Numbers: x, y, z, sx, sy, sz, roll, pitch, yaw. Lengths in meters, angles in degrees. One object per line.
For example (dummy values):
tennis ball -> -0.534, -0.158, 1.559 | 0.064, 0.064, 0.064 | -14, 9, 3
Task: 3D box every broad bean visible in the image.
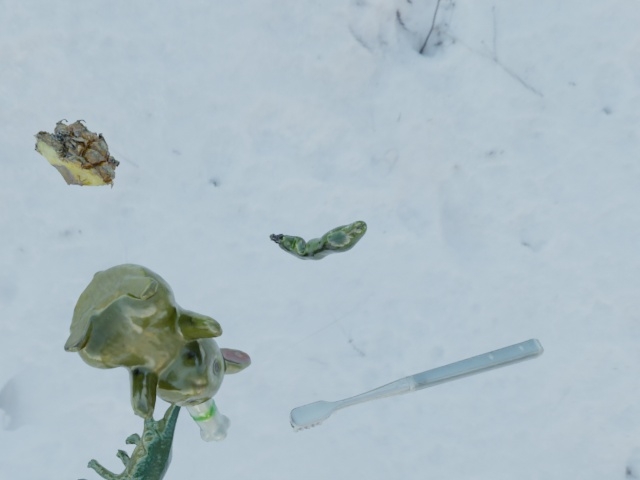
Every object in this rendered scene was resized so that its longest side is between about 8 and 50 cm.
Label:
broad bean -> 0.002, 0.005, 1.214 | 0.061, 0.195, 0.046 | 48, 52, -36

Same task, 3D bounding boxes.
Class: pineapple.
pineapple -> -0.329, -0.113, 0.974 | 0.077, 0.114, 0.114 | -38, 59, 17

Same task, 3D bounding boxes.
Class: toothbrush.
toothbrush -> 0.121, 0.165, 0.877 | 0.342, 0.030, 0.025 | -12, 59, -22

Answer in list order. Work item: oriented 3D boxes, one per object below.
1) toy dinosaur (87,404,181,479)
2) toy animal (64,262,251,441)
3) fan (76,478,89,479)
toy dinosaur -> -0.321, 0.484, 1.503 | 0.300, 0.087, 0.447 | 31, 78, 37
toy animal -> -0.228, 0.191, 1.208 | 0.181, 0.180, 0.363 | -47, 111, -6
fan -> -0.352, 0.465, 1.251 | 0.193, 0.038, 0.016 | 38, 109, 31
